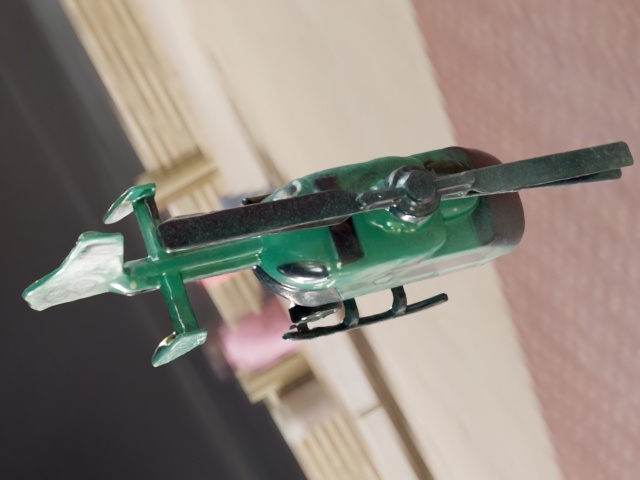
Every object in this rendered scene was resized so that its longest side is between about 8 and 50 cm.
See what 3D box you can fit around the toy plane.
[{"bbox_3d":[0.000,0.000,0.674,0.096,0.235,0.060,-30,74,59],"label":"toy plane"}]
